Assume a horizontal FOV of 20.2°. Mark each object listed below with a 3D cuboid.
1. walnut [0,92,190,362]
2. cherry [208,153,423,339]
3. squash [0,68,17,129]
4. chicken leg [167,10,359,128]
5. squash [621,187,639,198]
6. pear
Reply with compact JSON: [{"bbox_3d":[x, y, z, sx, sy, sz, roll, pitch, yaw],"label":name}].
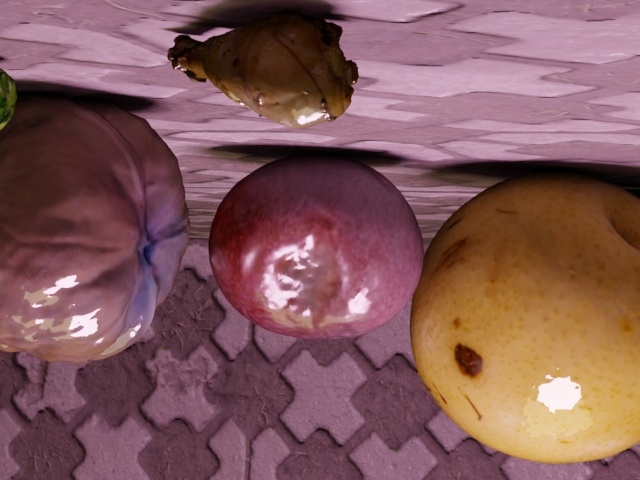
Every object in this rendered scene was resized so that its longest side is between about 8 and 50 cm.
[{"bbox_3d":[-0.240,-0.013,1.582,0.248,0.248,0.248,3,177,0],"label":"walnut"},{"bbox_3d":[-0.001,-0.004,1.972,0.239,0.206,0.239,-4,-149,2],"label":"cherry"},{"bbox_3d":[-0.359,-0.099,1.416,0.292,0.082,0.082,1,177,33],"label":"squash"},{"bbox_3d":[-0.037,-0.109,1.135,0.093,0.070,0.178,-3,-172,-36],"label":"chicken leg"},{"bbox_3d":[0.354,-0.033,2.182,0.318,0.080,0.071,0,137,28],"label":"squash"},{"bbox_3d":[0.266,0.088,2.027,0.348,0.348,0.348,3,177,0],"label":"pear"}]
